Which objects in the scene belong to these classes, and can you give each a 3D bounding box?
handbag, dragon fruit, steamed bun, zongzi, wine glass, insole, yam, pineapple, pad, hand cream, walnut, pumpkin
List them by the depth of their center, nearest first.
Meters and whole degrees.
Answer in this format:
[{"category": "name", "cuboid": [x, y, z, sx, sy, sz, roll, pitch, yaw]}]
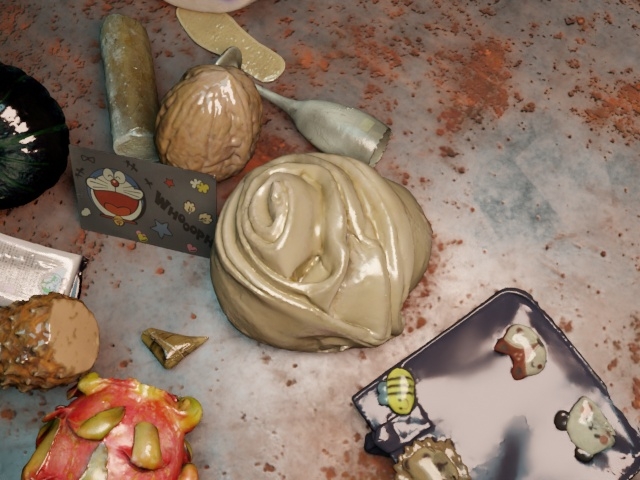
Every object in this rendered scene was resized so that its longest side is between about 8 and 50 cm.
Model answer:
[{"category": "dragon fruit", "cuboid": [-0.298, 0.338, 0.959, 0.228, 0.243, 0.307, 25, 115, -11]}, {"category": "handbag", "cuboid": [0.241, 0.267, 0.979, 0.329, 0.122, 0.303, -34, 74, -5]}, {"category": "steamed bun", "cuboid": [-0.003, 0.010, 1.022, 0.324, 0.219, 0.309, 15, 75, 8]}, {"category": "pineapple", "cuboid": [-0.479, 0.163, 1.032, 0.310, 0.170, 0.141, -12, 96, 20]}, {"category": "wine glass", "cuboid": [-0.034, -0.251, 1.083, 0.310, 0.264, 0.096, 29, 69, 12]}, {"category": "hand cream", "cuboid": [-0.542, 0.034, 1.086, 0.336, 0.076, 0.121, 20, 77, -18]}, {"category": "walnut", "cuboid": [-0.174, -0.183, 1.086, 0.178, 0.230, 0.178, 11, 57, -18]}, {"category": "zongzi", "cuboid": [-0.232, 0.153, 1.093, 0.083, 0.040, 0.076, -38, 67, -20]}, {"category": "pad", "cuboid": [-0.282, -0.060, 1.107, 0.246, 0.170, 0.006, 13, 37, 8]}, {"category": "pumpkin", "cuboid": [-0.535, -0.180, 1.141, 0.248, 0.248, 0.247, -1, 73, 4]}, {"category": "yam", "cuboid": [-0.328, -0.266, 1.201, 0.093, 0.093, 0.259, -13, 71, 0]}, {"category": "insole", "cuboid": [-0.168, -0.366, 1.261, 0.248, 0.011, 0.081, 37, 78, 14]}]

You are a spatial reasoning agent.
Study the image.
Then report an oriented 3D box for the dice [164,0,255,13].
[{"category": "dice", "cuboid": [-0.203, -0.577, 1.199, 0.251, 0.259, 0.243, 7, 68, 7]}]
